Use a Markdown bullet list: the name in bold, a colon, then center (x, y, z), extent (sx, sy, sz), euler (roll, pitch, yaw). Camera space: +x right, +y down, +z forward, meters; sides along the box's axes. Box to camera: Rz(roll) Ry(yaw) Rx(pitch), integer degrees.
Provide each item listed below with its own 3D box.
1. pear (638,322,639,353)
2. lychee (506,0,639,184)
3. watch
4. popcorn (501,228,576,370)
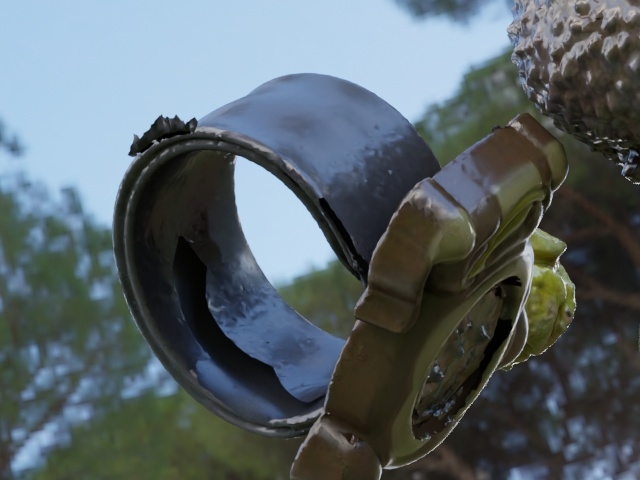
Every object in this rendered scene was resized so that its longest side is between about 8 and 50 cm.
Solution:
- **pear**: center (0.319, 0.080, 1.631), extent (0.107, 0.107, 0.131), euler (-5, -20, -18)
- **lychee**: center (0.299, -0.179, 1.592), extent (0.300, 0.300, 0.300), euler (-12, -30, -7)
- **watch**: center (0.000, 0.000, 1.646), extent (0.314, 0.327, 0.335), euler (-36, -30, -45)
- **popcorn**: center (0.194, 0.059, 2.199), extent (0.167, 0.185, 0.187), euler (-9, -17, -11)
